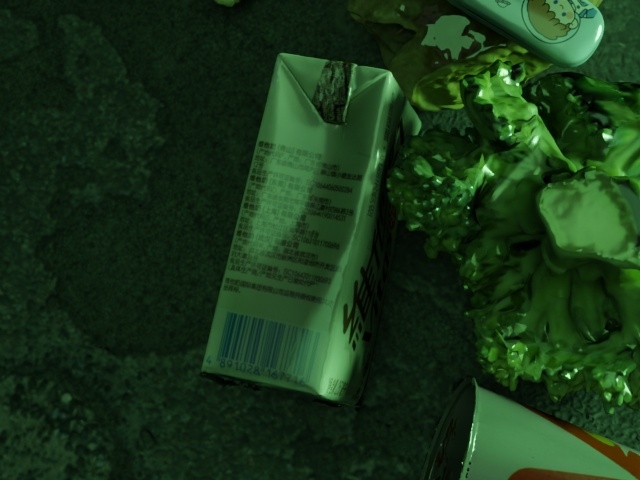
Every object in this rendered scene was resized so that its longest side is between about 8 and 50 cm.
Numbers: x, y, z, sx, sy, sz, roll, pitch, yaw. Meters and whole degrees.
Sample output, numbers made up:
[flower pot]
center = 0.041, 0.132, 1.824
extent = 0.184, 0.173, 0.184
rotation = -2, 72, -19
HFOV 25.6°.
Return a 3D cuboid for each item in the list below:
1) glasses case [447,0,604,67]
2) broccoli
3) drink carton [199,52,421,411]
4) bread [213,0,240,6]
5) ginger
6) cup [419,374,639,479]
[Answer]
[glasses case]
center = 0.190, -0.232, 1.366
extent = 0.178, 0.045, 0.067
rotation = 33, 82, 8
[broccoli]
center = 0.236, -0.004, 1.348
extent = 0.277, 0.317, 0.338
rotation = -23, 53, 8
[drink carton]
center = 0.000, 0.001, 1.407
extent = 0.132, 0.194, 0.325
rotation = 11, 84, 14
[bread]
center = -0.101, -0.393, 1.476
extent = 0.183, 0.211, 0.224
rotation = -26, 74, -4
[ginger]
center = 0.164, -0.258, 1.463
extent = 0.275, 0.130, 0.221
rotation = -8, 78, 4
[cup]
center = 0.246, 0.260, 1.339
extent = 0.288, 0.203, 0.203
rotation = 18, 84, -3
